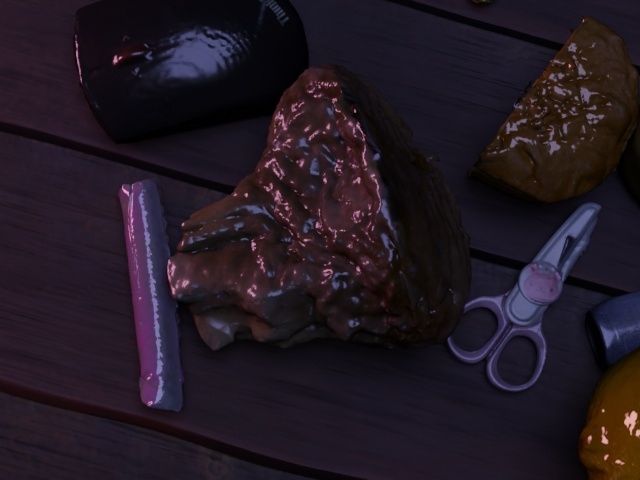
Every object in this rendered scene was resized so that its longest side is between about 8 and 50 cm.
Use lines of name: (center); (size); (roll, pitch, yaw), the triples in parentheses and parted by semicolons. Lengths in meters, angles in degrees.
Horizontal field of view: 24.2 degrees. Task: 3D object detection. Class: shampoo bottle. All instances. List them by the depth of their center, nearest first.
shampoo bottle: (0.417, 0.087, 1.675); (0.234, 0.049, 0.087); (-12, 77, -9)

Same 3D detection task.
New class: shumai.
shumai: (-0.002, 0.002, 1.627); (0.283, 0.217, 0.346); (-35, 66, 17)

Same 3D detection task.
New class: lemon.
lemon: (0.408, 0.215, 1.533); (0.284, 0.260, 0.260); (-20, 76, -9)

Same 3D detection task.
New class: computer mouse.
computer mouse: (-0.142, -0.215, 1.683); (0.269, 0.100, 0.170); (-16, 73, -10)

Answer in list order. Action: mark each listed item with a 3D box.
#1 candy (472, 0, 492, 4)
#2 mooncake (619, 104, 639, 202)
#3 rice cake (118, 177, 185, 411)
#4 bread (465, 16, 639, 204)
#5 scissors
candy: (0.229, -0.314, 1.791); (0.123, 0.035, 0.035); (-24, 87, -21)
mooncake: (0.460, -0.110, 1.707); (0.235, 0.117, 0.234); (2, 75, -8)
rice cake: (-0.182, 0.057, 1.621); (0.055, 0.049, 0.269); (-5, 74, -7)
bread: (0.277, -0.130, 1.688); (0.139, 0.143, 0.229); (39, 78, -4)
scissors: (0.242, 0.053, 1.677); (0.118, 0.030, 0.242); (35, 77, 5)
